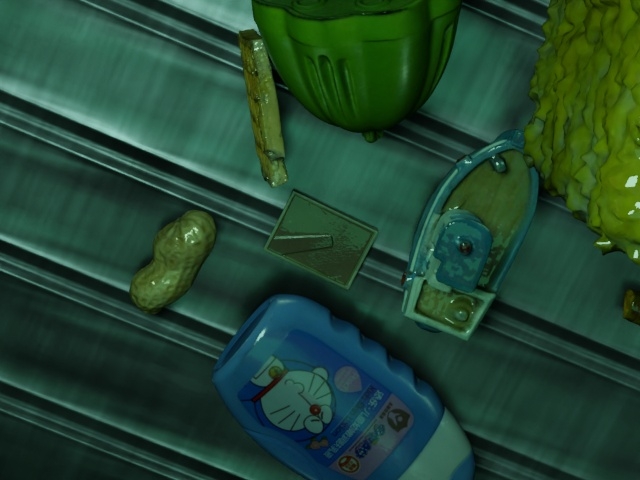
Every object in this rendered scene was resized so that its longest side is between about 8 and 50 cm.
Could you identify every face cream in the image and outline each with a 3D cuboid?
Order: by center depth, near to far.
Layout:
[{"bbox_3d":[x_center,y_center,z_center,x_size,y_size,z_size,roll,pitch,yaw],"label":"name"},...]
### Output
[{"bbox_3d":[0.029,0.167,1.415,0.264,0.083,0.149,37,107,-10],"label":"face cream"}]

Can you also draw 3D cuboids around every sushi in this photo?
[{"bbox_3d":[0.354,-0.111,1.169,0.352,0.396,0.240,7,107,-9],"label":"sushi"}]

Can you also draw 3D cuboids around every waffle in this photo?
[{"bbox_3d":[-0.051,-0.115,1.329,0.021,0.092,0.135,-12,105,-7],"label":"waffle"}]

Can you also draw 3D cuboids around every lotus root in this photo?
[{"bbox_3d":[0.037,-0.157,1.291,0.186,0.186,0.186,0,107,1],"label":"lotus root"}]

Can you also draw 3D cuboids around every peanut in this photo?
[{"bbox_3d":[-0.135,0.020,1.391,0.054,0.054,0.113,32,104,-9],"label":"peanut"}]

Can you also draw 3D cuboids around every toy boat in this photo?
[{"bbox_3d":[0.138,-0.001,1.355,0.088,0.102,0.215,21,105,-8],"label":"toy boat"}]

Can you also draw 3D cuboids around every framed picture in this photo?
[{"bbox_3d":[0.000,0.000,1.405,0.089,0.006,0.066,25,106,-6],"label":"framed picture"}]

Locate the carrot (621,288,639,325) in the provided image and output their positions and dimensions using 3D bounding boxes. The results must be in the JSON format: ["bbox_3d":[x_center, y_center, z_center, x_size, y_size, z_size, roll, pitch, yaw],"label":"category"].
[{"bbox_3d":[0.358,0.088,1.410,0.171,0.042,0.042,21,106,-5],"label":"carrot"}]
